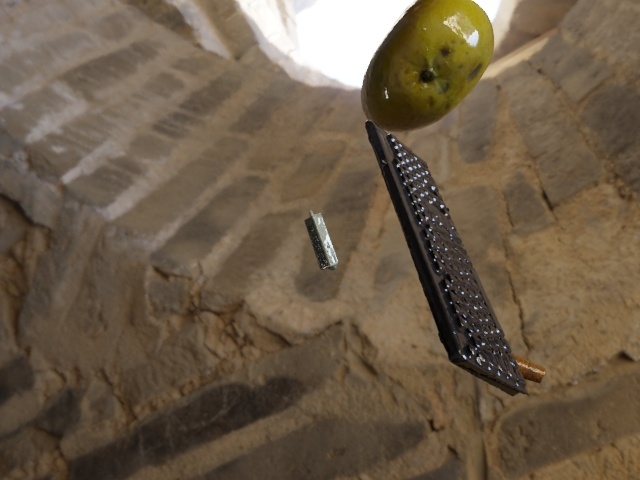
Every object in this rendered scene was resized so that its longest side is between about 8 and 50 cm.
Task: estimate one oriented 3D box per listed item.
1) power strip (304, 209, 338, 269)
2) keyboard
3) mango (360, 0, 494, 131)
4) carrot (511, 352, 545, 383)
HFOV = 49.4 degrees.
[{"bbox_3d":[0.000,0.000,0.911,0.017,0.083,0.027,-17,175,-34],"label":"power strip"},{"bbox_3d":[0.085,-0.001,0.516,0.017,0.087,0.251,-39,-141,24],"label":"keyboard"},{"bbox_3d":[0.178,-0.323,1.293,0.253,0.182,0.365,-56,-167,-11],"label":"mango"},{"bbox_3d":[0.219,0.143,0.829,0.093,0.032,0.032,22,-135,14],"label":"carrot"}]
